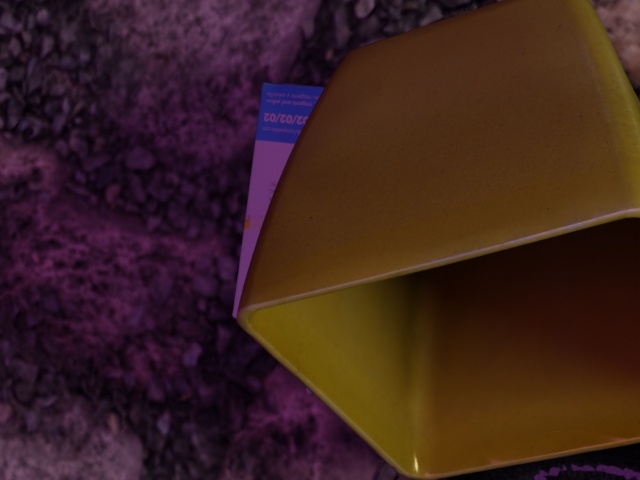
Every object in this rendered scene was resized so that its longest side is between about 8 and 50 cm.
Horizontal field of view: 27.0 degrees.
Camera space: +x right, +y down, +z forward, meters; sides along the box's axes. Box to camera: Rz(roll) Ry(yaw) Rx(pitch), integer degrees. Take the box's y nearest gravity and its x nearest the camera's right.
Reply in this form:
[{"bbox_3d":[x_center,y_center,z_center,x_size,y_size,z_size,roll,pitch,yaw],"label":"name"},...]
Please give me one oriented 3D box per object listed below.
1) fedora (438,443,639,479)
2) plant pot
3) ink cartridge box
[{"bbox_3d":[0.139,0.272,0.728,0.334,0.152,0.334,-1,87,25],"label":"fedora"},{"bbox_3d":[0.101,-0.010,0.727,0.212,0.212,0.187,-15,51,24],"label":"plant pot"},{"bbox_3d":[0.000,0.000,0.832,0.061,0.104,0.181,8,90,25],"label":"ink cartridge box"}]
